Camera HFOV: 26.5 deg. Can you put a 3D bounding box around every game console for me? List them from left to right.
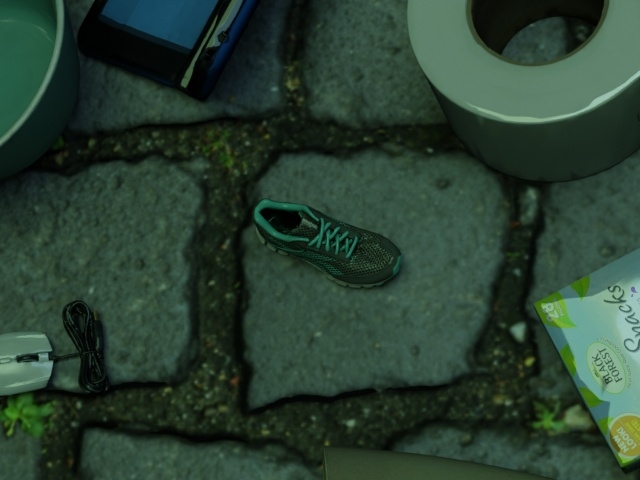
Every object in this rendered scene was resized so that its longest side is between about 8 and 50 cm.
[{"bbox_3d":[-0.129,-0.318,1.457,0.173,0.250,0.293,27,82,-5],"label":"game console"}]

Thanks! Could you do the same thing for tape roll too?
[{"bbox_3d":[0.218,-0.196,1.314,0.246,0.169,0.246,-4,73,14],"label":"tape roll"}]

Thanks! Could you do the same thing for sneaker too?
[{"bbox_3d":[0.000,0.000,1.368,0.166,0.076,0.065,17,80,20],"label":"sneaker"}]

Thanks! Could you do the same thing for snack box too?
[{"bbox_3d":[0.328,0.090,1.250,0.207,0.070,0.174,-30,69,8],"label":"snack box"}]

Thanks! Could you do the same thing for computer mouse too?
[{"bbox_3d":[-0.320,0.131,1.440,0.193,0.042,0.106,-15,71,11],"label":"computer mouse"}]

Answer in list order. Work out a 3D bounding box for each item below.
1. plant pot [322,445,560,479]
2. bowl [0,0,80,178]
[{"bbox_3d":[0.144,0.298,1.166,0.274,0.256,0.256,-3,73,-1],"label":"plant pot"},{"bbox_3d":[-0.389,-0.187,1.490,0.311,0.163,0.311,-4,74,15],"label":"bowl"}]
